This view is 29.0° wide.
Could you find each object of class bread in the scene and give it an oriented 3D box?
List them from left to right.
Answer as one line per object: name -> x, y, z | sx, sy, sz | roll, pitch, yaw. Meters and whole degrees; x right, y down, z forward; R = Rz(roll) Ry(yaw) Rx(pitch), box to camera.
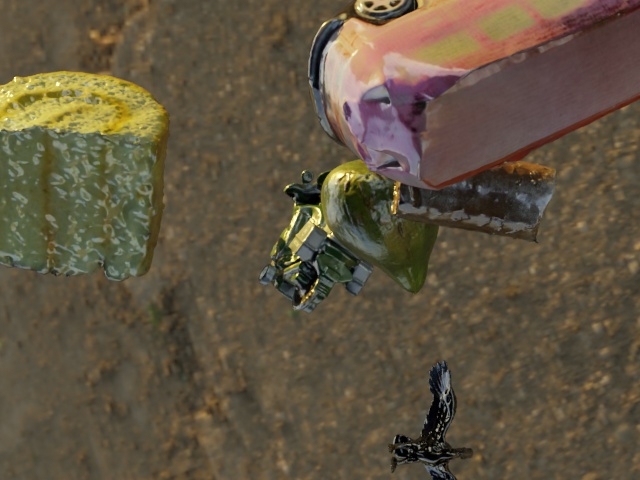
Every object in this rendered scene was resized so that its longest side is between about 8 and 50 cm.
bread -> -0.419, -0.110, 1.798 | 0.264, 0.395, 0.239 | -97, 12, -58

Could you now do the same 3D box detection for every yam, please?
yam -> 0.136, -0.044, 1.119 | 0.141, 0.079, 0.079 | 11, 114, 3

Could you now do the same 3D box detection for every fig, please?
fig -> 0.069, -0.013, 1.318 | 0.123, 0.123, 0.156 | 8, 116, 45

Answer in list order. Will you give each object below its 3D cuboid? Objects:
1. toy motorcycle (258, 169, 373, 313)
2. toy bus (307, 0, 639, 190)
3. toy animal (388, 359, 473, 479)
toy motorcycle -> 0.000, 0.000, 1.660 | 0.187, 0.125, 0.274 | -56, 17, 3
toy bus -> 0.147, -0.149, 0.942 | 0.147, 0.303, 0.127 | 49, 160, 44
toy animal -> 0.135, 0.258, 1.512 | 0.108, 0.062, 0.220 | -6, 90, 17
